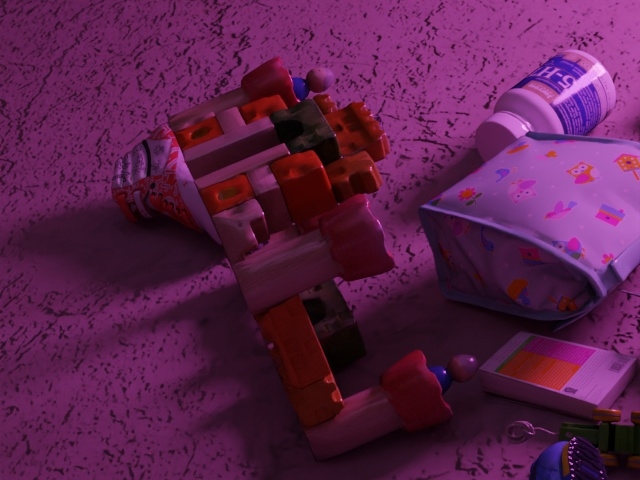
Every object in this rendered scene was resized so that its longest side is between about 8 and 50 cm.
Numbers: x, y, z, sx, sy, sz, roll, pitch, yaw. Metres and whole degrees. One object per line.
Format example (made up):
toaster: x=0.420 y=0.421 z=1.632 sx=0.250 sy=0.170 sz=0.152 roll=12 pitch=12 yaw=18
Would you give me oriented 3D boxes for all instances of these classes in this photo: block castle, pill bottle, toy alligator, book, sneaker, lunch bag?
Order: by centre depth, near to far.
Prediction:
sneaker: x=0.223 y=0.284 z=1.540 sx=0.082 sy=0.069 sz=0.209 roll=-34 pitch=29 yaw=35
toy alligator: x=0.286 y=0.200 z=1.648 sx=0.190 sy=0.056 sz=0.051 roll=1 pitch=-7 yaw=25
book: x=0.259 y=0.143 z=1.761 sx=0.144 sy=0.035 sz=0.096 roll=12 pitch=38 yaw=35
block castle: x=0.000 y=0.000 z=1.838 sx=0.213 sy=0.303 sz=0.453 roll=-24 pitch=32 yaw=-3
lunch bag: x=0.287 y=-0.012 z=1.877 sx=0.223 sy=0.160 sz=0.262 roll=-36 pitch=32 yaw=-32
pill bottle: x=0.296 y=-0.166 z=2.153 sx=0.112 sy=0.112 sz=0.187 roll=19 pitch=45 yaw=41
sneaker: x=-0.197 y=-0.051 z=2.205 sx=0.145 sy=0.090 sz=0.270 roll=-33 pitch=45 yaw=7

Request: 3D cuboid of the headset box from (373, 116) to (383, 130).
headset box: x=0.050 y=-0.140 z=2.284 sx=0.062 sy=0.032 sz=0.083 roll=-3 pitch=34 yaw=18

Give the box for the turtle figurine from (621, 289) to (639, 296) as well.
turtle figurine: x=0.446 y=0.055 z=1.746 sx=0.234 sy=0.118 sz=0.175 roll=11 pitch=52 yaw=11
